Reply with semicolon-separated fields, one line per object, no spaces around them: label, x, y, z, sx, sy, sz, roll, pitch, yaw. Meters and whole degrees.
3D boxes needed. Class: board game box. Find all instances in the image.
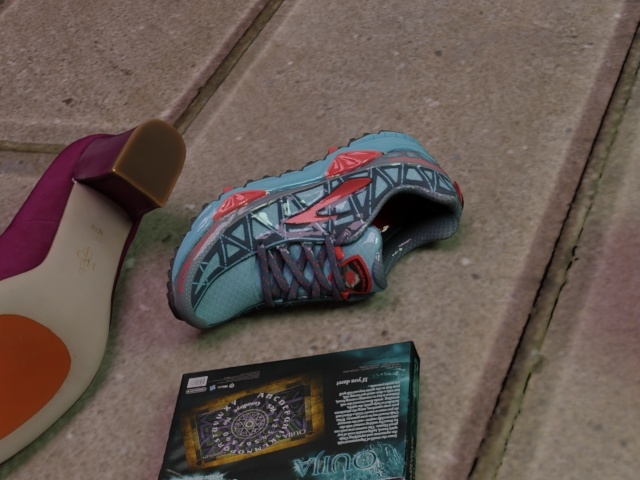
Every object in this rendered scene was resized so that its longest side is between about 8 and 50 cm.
board game box;-0.022;0.138;0.808;0.186;0.026;0.126;-10;41;17

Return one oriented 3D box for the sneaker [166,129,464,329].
sneaker;0.000;0.000;0.912;0.262;0.104;0.125;-30;42;-14

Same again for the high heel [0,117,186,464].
high heel;-0.253;0.055;0.979;0.181;0.127;0.377;-18;32;51
